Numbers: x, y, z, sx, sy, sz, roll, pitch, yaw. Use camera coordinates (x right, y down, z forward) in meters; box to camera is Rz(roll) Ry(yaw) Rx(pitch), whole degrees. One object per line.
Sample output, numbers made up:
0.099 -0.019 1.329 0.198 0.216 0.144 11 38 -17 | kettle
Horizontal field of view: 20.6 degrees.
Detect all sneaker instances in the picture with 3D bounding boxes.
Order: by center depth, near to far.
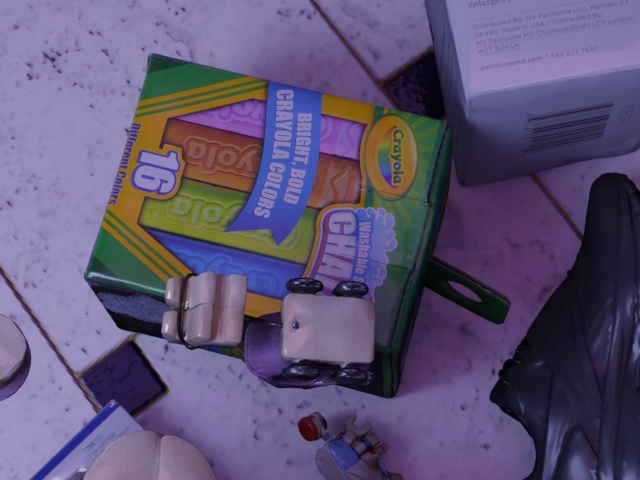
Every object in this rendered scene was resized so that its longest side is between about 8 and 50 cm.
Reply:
0.192 0.083 1.297 0.130 0.109 0.286 -1 66 21 | sneaker

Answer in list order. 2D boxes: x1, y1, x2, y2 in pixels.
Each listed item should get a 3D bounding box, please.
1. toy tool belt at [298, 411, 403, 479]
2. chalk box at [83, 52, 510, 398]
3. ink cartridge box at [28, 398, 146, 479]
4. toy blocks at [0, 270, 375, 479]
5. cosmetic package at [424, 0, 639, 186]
0.024 0.159 1.314 0.051 0.052 0.083 -26 76 -37 | toy tool belt
0.000 0.000 1.286 0.289 0.180 0.179 13 76 5 | chalk box
-0.091 0.283 1.258 0.165 0.065 0.333 -43 70 -9 | ink cartridge box
-0.129 0.192 1.146 0.289 0.260 0.308 6 75 -13 | toy blocks
0.145 -0.263 1.333 0.156 0.217 0.384 -11 73 0 | cosmetic package
